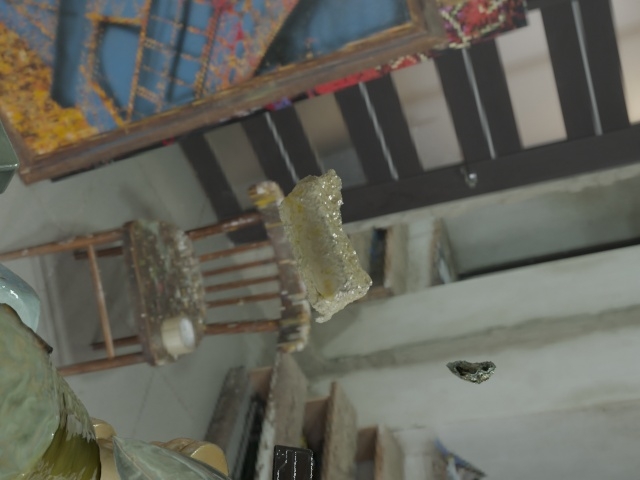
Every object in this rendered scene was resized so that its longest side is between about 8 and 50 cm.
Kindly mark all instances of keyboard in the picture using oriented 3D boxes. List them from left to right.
[{"bbox_3d":[-0.034,0.315,1.017,0.010,0.053,0.155,129,-30,-52],"label":"keyboard"}]

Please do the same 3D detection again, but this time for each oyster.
[{"bbox_3d":[0.285,0.248,1.656,0.098,0.100,0.037,-133,-133,-77],"label":"oyster"}]

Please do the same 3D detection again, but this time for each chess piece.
[{"bbox_3d":[-0.311,0.285,1.149,0.117,0.397,0.117,-17,110,-58],"label":"chess piece"}]

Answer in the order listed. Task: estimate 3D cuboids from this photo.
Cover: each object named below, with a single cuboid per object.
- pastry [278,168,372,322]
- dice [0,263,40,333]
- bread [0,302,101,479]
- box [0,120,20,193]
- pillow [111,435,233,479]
[{"bbox_3d":[0.006,-0.001,1.483,0.089,0.121,0.258,13,57,-60],"label":"pastry"},{"bbox_3d":[-0.699,0.141,1.596,0.264,0.262,0.268,37,85,-40],"label":"dice"},{"bbox_3d":[-0.304,0.113,0.601,0.300,0.210,0.341,46,-20,10],"label":"bread"},{"bbox_3d":[-0.620,-0.161,1.578,0.093,0.124,0.172,-13,70,-45],"label":"box"},{"bbox_3d":[-0.059,0.242,0.634,0.254,0.078,0.144,40,-9,35],"label":"pillow"}]
